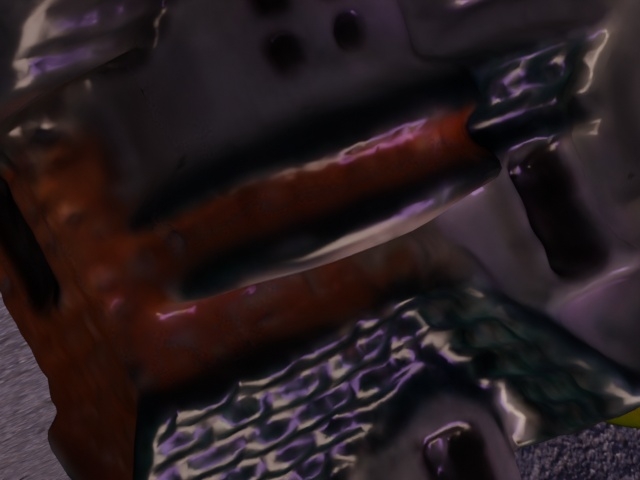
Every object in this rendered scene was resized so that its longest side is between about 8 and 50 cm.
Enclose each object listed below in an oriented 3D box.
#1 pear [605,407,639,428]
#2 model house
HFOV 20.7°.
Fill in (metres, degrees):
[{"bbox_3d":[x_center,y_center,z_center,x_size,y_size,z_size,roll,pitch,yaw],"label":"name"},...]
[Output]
[{"bbox_3d":[0.241,-0.015,0.967,0.399,0.165,0.399,-13,-165,3],"label":"pear"},{"bbox_3d":[0.026,-0.002,0.524,0.271,0.301,0.190,-21,177,-30],"label":"model house"}]
